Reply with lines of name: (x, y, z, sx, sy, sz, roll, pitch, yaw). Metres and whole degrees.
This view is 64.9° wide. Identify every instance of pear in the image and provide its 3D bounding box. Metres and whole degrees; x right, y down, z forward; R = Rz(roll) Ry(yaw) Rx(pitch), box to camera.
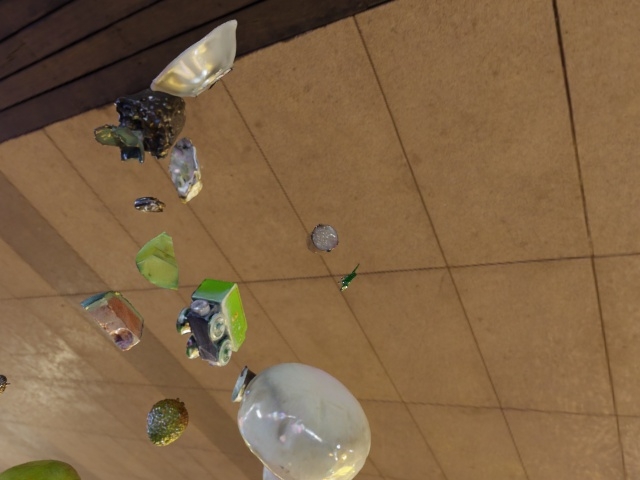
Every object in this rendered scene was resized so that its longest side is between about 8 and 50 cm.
pear: (-0.576, 0.546, 0.993, 0.212, 0.212, 0.269, 25, -179, 0)

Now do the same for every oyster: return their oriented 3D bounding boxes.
oyster: (-0.443, -0.240, 1.697, 0.133, 0.072, 0.209, -14, 89, 29)

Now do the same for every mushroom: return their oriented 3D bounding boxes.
mushroom: (-0.019, 0.442, 1.145, 0.315, 0.315, 0.356, -18, 104, 37)

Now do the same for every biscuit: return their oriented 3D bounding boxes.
biscuit: (-0.445, -0.093, 1.328, 0.087, 0.027, 0.089, -12, 166, 44)

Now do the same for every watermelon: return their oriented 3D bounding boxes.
watermelon: (-0.768, 0.295, 1.902, 0.226, 0.148, 0.318, 45, 158, 22)

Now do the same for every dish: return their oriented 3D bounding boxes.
dish: (-0.245, -0.359, 1.054, 0.229, 0.229, 0.081, -22, 115, 39)

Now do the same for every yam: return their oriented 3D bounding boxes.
yam: (0.003, 0.000, 1.448, 0.084, 0.084, 0.127, 28, 170, -4)

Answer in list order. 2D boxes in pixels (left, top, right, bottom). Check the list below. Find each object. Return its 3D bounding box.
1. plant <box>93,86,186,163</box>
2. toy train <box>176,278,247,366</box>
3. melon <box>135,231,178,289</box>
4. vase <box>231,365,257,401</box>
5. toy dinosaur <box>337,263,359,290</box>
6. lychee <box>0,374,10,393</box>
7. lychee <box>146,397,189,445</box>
plant: (-0.394, -0.256, 1.128, 0.143, 0.203, 0.131, 19, 140, 2)
toy train: (-0.400, 0.313, 1.896, 0.174, 0.249, 0.307, 6, 125, 19)
melon: (-0.675, 0.078, 2.134, 0.196, 0.323, 0.124, 39, 98, -25)
vase: (-0.090, 0.510, 1.578, 0.360, 0.165, 0.165, 23, 139, -11)
toy dinosaur: (0.090, 0.107, 1.468, 0.029, 0.120, 0.060, 51, 147, -7)
lychee: (-1.068, 0.476, 1.655, 0.083, 0.068, 0.067, 1, 167, -40)
lychee: (-0.421, 0.497, 1.394, 0.114, 0.146, 0.114, 8, 125, 12)
